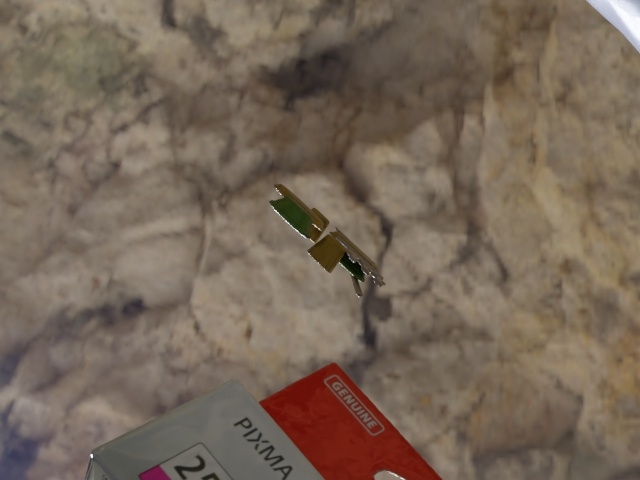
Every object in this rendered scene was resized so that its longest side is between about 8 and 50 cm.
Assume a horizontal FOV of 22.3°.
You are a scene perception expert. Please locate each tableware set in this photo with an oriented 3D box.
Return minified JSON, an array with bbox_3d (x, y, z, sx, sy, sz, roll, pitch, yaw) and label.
[{"bbox_3d":[0.000,0.000,1.154,0.104,0.154,0.024,43,-86,-3],"label":"tableware set"}]

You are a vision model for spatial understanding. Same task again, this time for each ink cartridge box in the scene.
[{"bbox_3d":[0.017,0.203,1.075,0.275,0.239,0.060,46,-40,23],"label":"ink cartridge box"}]

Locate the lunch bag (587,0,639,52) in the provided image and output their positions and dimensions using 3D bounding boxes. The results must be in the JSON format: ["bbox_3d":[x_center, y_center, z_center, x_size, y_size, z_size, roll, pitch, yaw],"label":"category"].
[{"bbox_3d":[0.230,-0.157,0.592,0.303,0.115,0.243,-1,-46,-47],"label":"lunch bag"}]
